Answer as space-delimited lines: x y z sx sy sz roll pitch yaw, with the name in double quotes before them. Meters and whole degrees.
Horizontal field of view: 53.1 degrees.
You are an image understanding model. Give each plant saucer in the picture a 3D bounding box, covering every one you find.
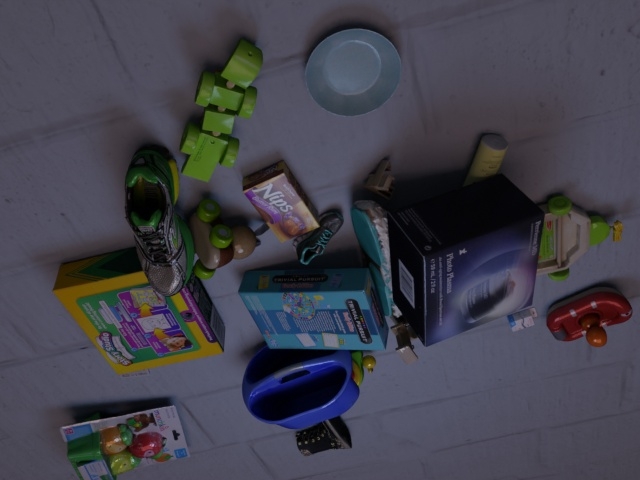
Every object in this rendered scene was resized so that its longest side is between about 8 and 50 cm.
"plant saucer" 0.065 -0.342 1.291 0.195 0.037 0.194 -3 134 -4

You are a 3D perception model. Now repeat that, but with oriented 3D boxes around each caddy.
"caddy" -0.056 0.388 1.809 0.342 0.241 0.179 -23 145 14

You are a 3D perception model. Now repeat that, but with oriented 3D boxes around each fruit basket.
"fruit basket" -0.620 0.669 2.070 0.353 0.165 0.326 -5 133 -6

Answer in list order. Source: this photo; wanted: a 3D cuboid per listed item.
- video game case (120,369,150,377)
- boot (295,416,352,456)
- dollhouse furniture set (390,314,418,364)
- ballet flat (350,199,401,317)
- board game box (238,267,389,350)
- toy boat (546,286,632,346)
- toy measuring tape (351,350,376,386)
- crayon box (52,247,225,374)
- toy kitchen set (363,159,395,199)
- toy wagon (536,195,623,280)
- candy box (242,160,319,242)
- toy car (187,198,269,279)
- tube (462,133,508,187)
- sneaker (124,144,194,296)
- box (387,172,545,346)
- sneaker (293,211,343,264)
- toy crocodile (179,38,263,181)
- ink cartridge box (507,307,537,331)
"video game case" -0.562 0.364 1.894 0.087 0.011 0.122 -6 133 0
"boot" -0.009 0.658 2.180 0.179 0.085 0.236 -18 133 13
"dollhouse furniture set" 0.273 0.240 1.754 0.129 0.183 0.129 -25 131 16
"ballet flat" 0.171 0.028 1.608 0.147 0.146 0.408 -12 136 4
"board game box" -0.012 0.185 1.682 0.336 0.079 0.253 -3 136 19
"toy boat" 0.776 0.238 1.832 0.231 0.151 0.151 -28 130 19
"toy measuring tape" 0.015 0.422 1.936 0.330 0.121 0.121 -19 132 10
"crayon box" -0.457 0.183 1.674 0.313 0.106 0.362 -12 132 6
"toy kitchen set" 0.159 -0.138 1.475 0.075 0.083 0.068 28 83 -28
"toy wagon" 0.593 0.000 1.649 0.345 0.068 0.267 -14 133 5
"candy box" -0.090 -0.088 1.500 0.109 0.053 0.186 -22 132 14
"toy car" -0.211 -0.010 1.535 0.189 0.148 0.155 -9 148 -37
"tube" 0.375 -0.137 1.506 0.070 0.062 0.240 28 139 15
"sneaker" -0.370 -0.025 1.405 0.134 0.146 0.343 -4 115 6
"box" 0.327 0.045 1.463 0.294 0.182 0.296 -20 132 -12
"sneaker" 0.000 0.000 1.575 0.065 0.076 0.166 27 124 -29
"toy crocodile" -0.210 -0.253 1.311 0.115 0.105 0.340 13 135 -18
"ink cartridge box" 0.600 0.234 1.891 0.083 0.028 0.048 -21 132 13
